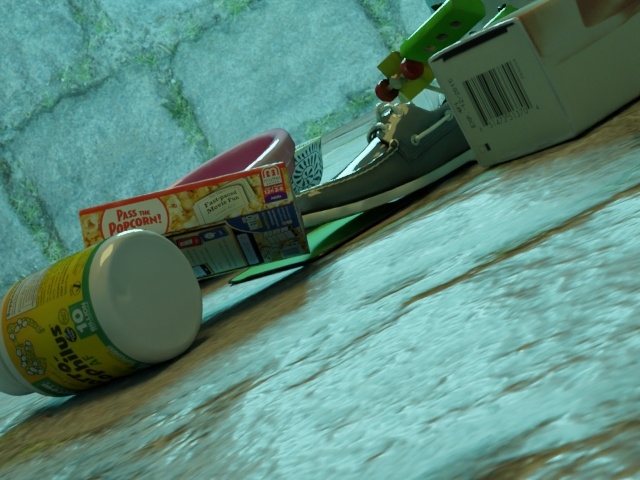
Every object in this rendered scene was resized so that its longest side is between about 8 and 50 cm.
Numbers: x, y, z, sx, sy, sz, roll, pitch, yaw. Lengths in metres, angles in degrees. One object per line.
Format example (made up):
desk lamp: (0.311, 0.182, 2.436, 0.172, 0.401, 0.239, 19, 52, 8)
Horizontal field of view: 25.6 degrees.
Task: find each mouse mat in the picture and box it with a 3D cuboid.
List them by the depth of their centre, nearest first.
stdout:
mouse mat: (0.000, 0.000, 1.477, 0.153, 0.007, 0.190, -31, 7, -32)

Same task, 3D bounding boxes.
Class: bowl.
bowl: (-0.058, -0.074, 1.971, 0.170, 0.080, 0.170, -26, 7, 3)

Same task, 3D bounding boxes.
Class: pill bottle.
pill bottle: (-0.213, 0.073, 1.248, 0.208, 0.117, 0.117, -21, 8, 39)

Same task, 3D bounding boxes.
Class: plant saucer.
plant saucer: (-0.160, -0.018, 1.761, 0.332, 0.084, 0.332, -33, 12, 8)

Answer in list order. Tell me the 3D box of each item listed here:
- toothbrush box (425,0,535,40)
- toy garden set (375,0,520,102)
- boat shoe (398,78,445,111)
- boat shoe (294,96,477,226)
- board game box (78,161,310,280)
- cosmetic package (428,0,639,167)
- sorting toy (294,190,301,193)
toothbrush box: (0.254, -0.328, 1.777, 0.216, 0.295, 0.126, -28, 7, -17)
toy garden set: (0.197, -0.210, 1.602, 0.244, 0.049, 0.204, 8, -26, -27)
boat shoe: (0.179, -0.250, 2.350, 0.096, 0.098, 0.277, -27, 5, 7)
boat shoe: (0.087, -0.103, 1.488, 0.319, 0.099, 0.116, -26, 7, -28)
board game box: (-0.114, -0.006, 1.325, 0.193, 0.045, 0.147, -13, -20, 0)
cosmetic package: (0.274, -0.201, 1.420, 0.296, 0.129, 0.153, -31, 6, -34)
sorting toy: (0.069, -0.073, 1.681, 0.208, 0.038, 0.193, -22, 7, 3)
